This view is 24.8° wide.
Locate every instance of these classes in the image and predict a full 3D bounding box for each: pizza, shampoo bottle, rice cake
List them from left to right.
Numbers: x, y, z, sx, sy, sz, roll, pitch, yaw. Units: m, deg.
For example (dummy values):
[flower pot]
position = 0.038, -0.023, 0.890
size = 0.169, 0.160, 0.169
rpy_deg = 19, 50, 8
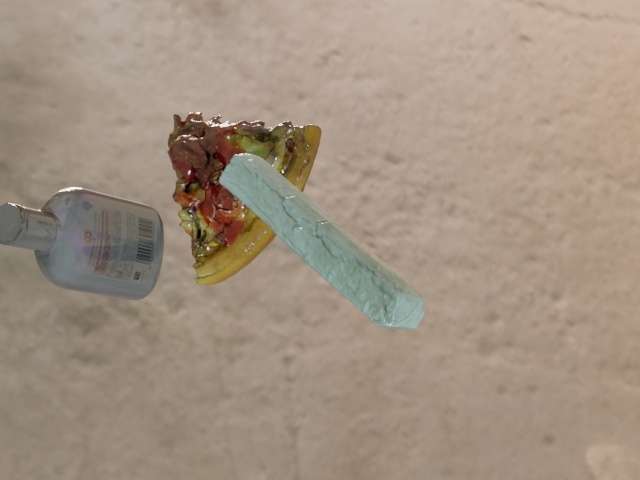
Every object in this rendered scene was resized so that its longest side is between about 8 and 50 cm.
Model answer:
[shampoo bottle]
position = -0.185, 0.000, 1.122
size = 0.040, 0.080, 0.165
rpy_deg = 3, -6, 34
[pizza]
position = -0.109, -0.064, 1.497
size = 0.193, 0.201, 0.053
rpy_deg = 33, 8, 34
[rice cake]
position = 0.000, 0.000, 1.235
size = 0.045, 0.042, 0.245
rpy_deg = 10, 24, -47
